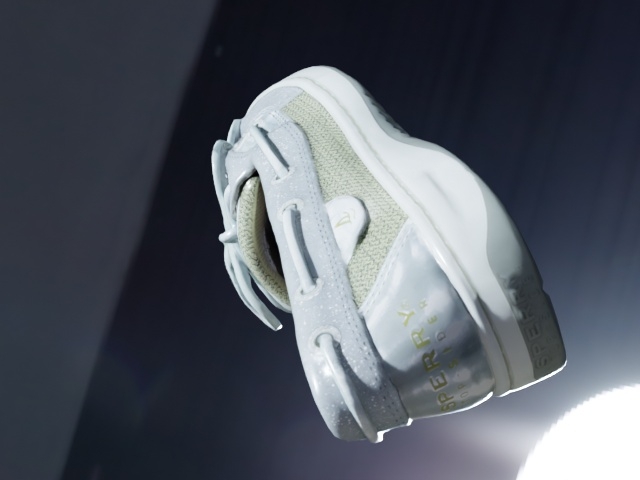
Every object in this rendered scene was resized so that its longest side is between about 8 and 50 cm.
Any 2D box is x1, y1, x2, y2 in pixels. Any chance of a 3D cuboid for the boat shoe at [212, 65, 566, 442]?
[{"bbox_3d":[0.001,0.003,0.725,0.118,0.103,0.320,66,170,-23],"label":"boat shoe"}]
